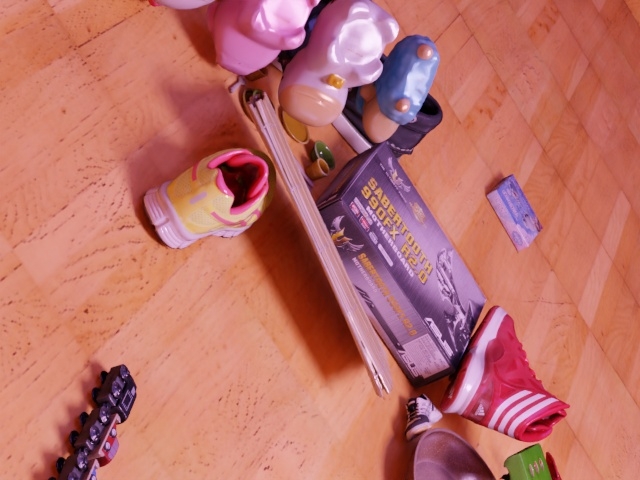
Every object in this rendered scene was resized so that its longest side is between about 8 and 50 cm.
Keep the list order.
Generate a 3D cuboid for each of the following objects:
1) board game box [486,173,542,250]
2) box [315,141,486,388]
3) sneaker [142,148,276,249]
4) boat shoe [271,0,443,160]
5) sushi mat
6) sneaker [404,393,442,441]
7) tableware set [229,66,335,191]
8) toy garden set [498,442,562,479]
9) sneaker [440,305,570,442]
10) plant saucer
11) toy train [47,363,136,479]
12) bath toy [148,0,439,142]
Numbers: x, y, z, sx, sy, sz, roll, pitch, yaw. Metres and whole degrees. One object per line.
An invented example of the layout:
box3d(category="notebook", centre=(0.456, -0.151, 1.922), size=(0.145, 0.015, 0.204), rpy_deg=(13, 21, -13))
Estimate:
box3d(category="board game box", centre=(0.272, -0.040, 2.068), size=(0.090, 0.020, 0.090), rpy_deg=(60, 28, -5))
box3d(category="box", centre=(0.089, 0.024, 1.652), size=(0.231, 0.056, 0.183), rpy_deg=(57, 28, -10))
box3d(category="sneaker", centre=(-0.078, -0.050, 1.391), size=(0.081, 0.094, 0.208), rpy_deg=(58, 26, -4))
box3d(category="boat shoe", centre=(0.020, -0.224, 1.699), size=(0.340, 0.113, 0.127), rpy_deg=(49, 30, -24))
box3d(category="sushi mat", centre=(0.000, 0.000, 1.479), size=(0.151, 0.019, 0.316), rpy_deg=(-88, 154, -83))
box3d(category="sneaker", centre=(0.100, 0.185, 1.557), size=(0.037, 0.032, 0.083), rpy_deg=(57, 17, 3))
box3d(category="tableware set", centre=(-0.035, -0.128, 1.614), size=(0.154, 0.024, 0.104), rpy_deg=(54, 28, -14))
box3d(category="toy garden set", centre=(0.250, 0.343, 1.595), size=(0.204, 0.049, 0.244), rpy_deg=(5, 68, -70))
box3d(category="sneaker", centre=(0.214, 0.161, 1.655), size=(0.128, 0.087, 0.221), rpy_deg=(31, 30, 4))
box3d(category="plant saucer", centre=(0.140, 0.291, 1.519), size=(0.198, 0.036, 0.198), rpy_deg=(40, 35, -36))
box3d(category="toy train", centre=(-0.170, 0.152, 1.122), size=(0.036, 0.027, 0.158), rpy_deg=(62, 24, -25))
box3d(category="bath toy", centre=(-0.050, -0.226, 1.538), size=(0.348, 0.151, 0.129), rpy_deg=(28, 5, -29))
